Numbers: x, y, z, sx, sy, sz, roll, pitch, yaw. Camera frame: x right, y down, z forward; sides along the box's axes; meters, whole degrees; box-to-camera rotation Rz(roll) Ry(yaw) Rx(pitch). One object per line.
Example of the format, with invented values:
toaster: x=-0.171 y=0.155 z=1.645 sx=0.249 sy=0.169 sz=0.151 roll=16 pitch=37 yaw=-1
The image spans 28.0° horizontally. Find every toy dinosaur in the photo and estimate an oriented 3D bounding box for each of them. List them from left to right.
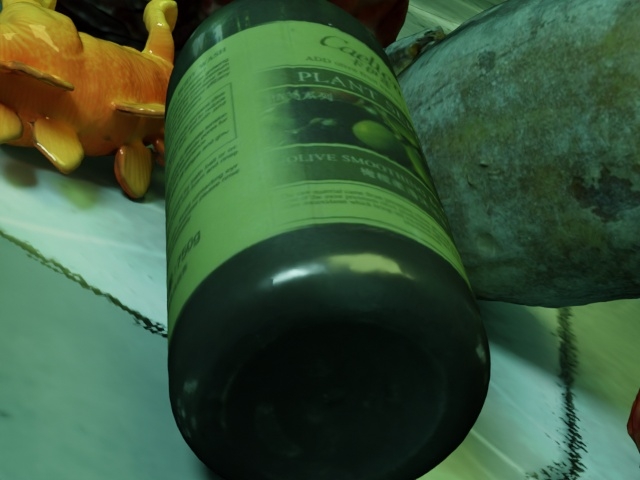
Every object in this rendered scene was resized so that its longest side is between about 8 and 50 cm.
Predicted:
toy dinosaur: x=-0.124 y=-0.070 z=0.575 sx=0.288 sy=0.070 sz=0.117 roll=5 pitch=30 yaw=-41

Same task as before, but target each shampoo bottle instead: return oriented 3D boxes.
shampoo bottle: x=-0.011 y=-0.030 z=0.502 sx=0.101 sy=0.101 sz=0.284 roll=21 pitch=29 yaw=-21

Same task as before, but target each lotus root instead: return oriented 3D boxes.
lotus root: x=0.142 y=-0.050 z=0.605 sx=0.175 sy=0.175 sz=0.349 roll=16 pitch=-13 yaw=-31

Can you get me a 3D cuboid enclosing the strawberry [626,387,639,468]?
strawberry: x=0.255 y=0.067 z=0.425 sx=0.292 sy=0.291 sz=0.310 roll=19 pitch=27 yaw=-26

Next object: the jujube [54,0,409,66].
jujube: x=-0.107 y=-0.212 z=0.795 sx=0.342 sy=0.216 sz=0.216 roll=13 pitch=21 yaw=-6
